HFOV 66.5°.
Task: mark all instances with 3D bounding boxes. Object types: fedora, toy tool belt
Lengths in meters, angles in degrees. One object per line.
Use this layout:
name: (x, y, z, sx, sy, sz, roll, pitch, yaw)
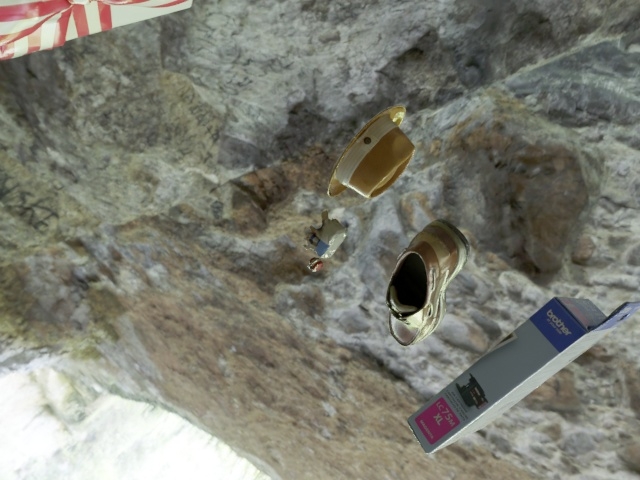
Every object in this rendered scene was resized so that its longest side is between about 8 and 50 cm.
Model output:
fedora: (0.096, -0.132, 0.818, 0.079, 0.194, 0.194, 42, -39, 12)
toy tool belt: (0.000, 0.000, 0.739, 0.051, 0.052, 0.083, 46, -68, 28)

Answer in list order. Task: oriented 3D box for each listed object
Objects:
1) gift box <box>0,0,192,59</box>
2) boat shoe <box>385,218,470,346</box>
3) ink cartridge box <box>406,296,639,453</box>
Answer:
gift box: (-0.225, -0.297, 0.392, 0.258, 0.255, 0.276, 66, -15, -4)
boat shoe: (0.177, 0.099, 0.950, 0.122, 0.120, 0.324, 40, -38, 31)
ink cartridge box: (0.276, 0.164, 0.656, 0.311, 0.185, 0.065, -48, -123, 25)
